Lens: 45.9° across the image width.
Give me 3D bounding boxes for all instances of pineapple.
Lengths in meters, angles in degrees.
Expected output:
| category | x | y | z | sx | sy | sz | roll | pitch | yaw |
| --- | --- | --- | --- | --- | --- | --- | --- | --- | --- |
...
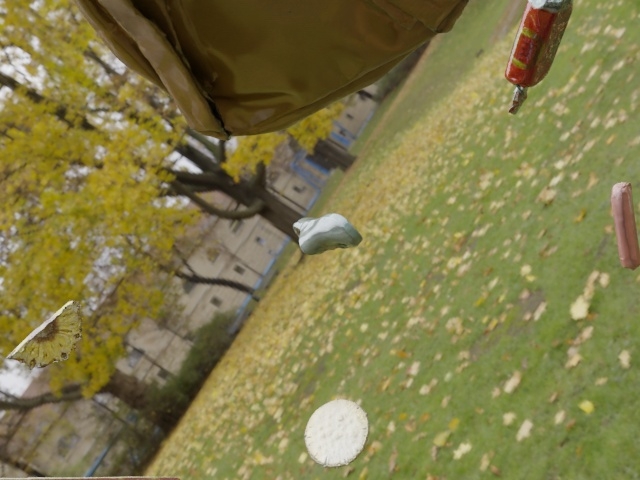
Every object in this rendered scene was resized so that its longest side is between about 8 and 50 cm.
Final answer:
| category | x | y | z | sx | sy | sz | roll | pitch | yaw |
| --- | --- | --- | --- | --- | --- | --- | --- | --- | --- |
| pineapple | -0.262 | 0.098 | 0.745 | 0.083 | 0.045 | 0.019 | -47 | 30 | -17 |

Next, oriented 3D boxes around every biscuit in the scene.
| category | x | y | z | sx | sy | sz | roll | pitch | yaw |
| --- | --- | --- | --- | --- | --- | --- | --- | --- | --- |
| biscuit | 0.033 | 0.405 | 1.592 | 0.152 | 0.152 | 0.020 | -58 | -35 | -18 |

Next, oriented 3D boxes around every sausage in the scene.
| category | x | y | z | sx | sy | sz | roll | pitch | yaw |
| --- | --- | --- | --- | --- | --- | --- | --- | --- | --- |
| sausage | 0.501 | -0.022 | 1.239 | 0.035 | 0.147 | 0.030 | -11 | 3 | -44 |

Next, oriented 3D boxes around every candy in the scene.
| category | x | y | z | sx | sy | sz | roll | pitch | yaw |
| --- | --- | --- | --- | --- | --- | --- | --- | --- | --- |
| candy | 0.355 | -0.331 | 1.229 | 0.086 | 0.059 | 0.292 | -32 | -35 | -38 |

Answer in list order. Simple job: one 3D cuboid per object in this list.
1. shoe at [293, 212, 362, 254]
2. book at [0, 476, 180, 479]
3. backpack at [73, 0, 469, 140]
| category | x | y | z | sx | sy | sz | roll | pitch | yaw |
| --- | --- | --- | --- | --- | --- | --- | --- | --- | --- |
| shoe | 0.000 | 0.000 | 1.390 | 0.078 | 0.079 | 0.195 | -51 | 24 | -16 |
| book | -0.225 | 0.407 | 0.678 | 0.028 | 0.262 | 0.374 | -24 | 63 | 37 |
| backpack | -0.055 | -0.273 | 0.660 | 0.353 | 0.378 | 0.201 | -23 | 51 | 14 |
